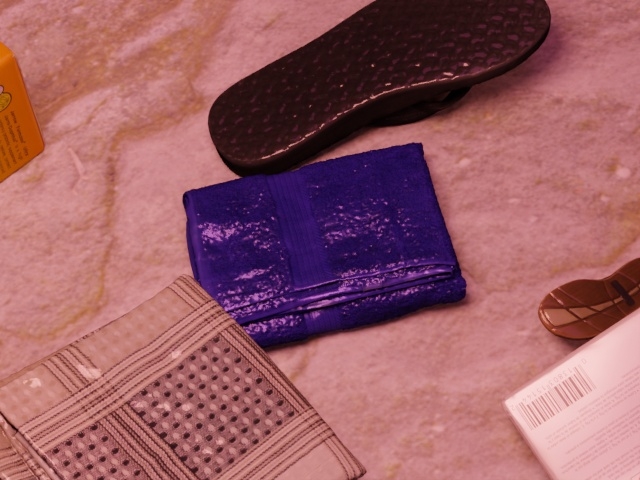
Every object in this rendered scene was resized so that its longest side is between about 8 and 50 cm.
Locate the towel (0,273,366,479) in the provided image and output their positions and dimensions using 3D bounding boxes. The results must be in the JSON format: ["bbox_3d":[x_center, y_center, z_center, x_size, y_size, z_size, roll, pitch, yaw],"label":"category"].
[{"bbox_3d":[-0.164,0.208,1.425,0.324,0.056,0.312,-32,70,-31],"label":"towel"}]

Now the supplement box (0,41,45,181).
[{"bbox_3d":[-0.536,-0.116,1.638,0.356,0.195,0.194,-41,67,-21],"label":"supplement box"}]

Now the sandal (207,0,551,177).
[{"bbox_3d":[0.073,-0.206,1.745,0.446,0.107,0.167,-23,62,3],"label":"sandal"}]

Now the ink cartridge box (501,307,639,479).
[{"bbox_3d":[0.384,0.199,1.464,0.296,0.066,0.261,-33,67,2],"label":"ink cartridge box"}]

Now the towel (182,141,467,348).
[{"bbox_3d":[0.000,0.000,1.628,0.308,0.076,0.227,-12,61,-6],"label":"towel"}]

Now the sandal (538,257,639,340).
[{"bbox_3d":[0.327,0.073,1.600,0.180,0.049,0.072,-22,66,-28],"label":"sandal"}]
